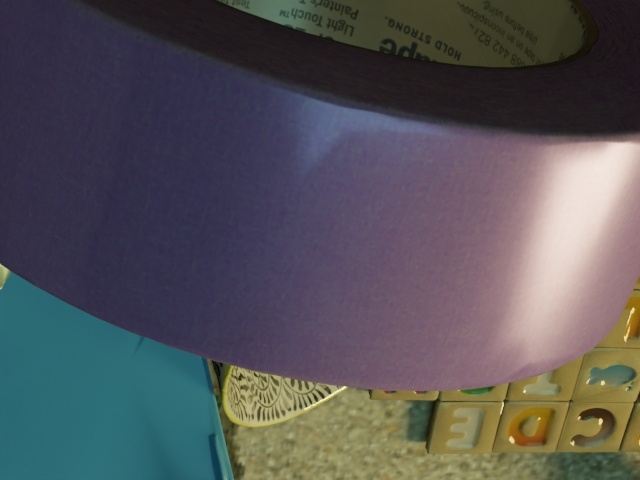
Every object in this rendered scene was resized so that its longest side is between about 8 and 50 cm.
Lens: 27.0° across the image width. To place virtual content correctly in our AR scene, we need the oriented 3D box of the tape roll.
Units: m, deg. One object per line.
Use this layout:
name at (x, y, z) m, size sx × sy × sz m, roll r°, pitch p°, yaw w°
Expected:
tape roll at (-0.006, -0.064, 0.473) m, size 0.275 × 0.275 × 0.090 m, roll 6°, pitch 120°, yaw -19°

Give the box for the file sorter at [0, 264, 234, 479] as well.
file sorter at (-0.138, 0.063, 0.605) m, size 0.170 × 0.104 × 0.118 m, roll -13°, pitch 99°, yaw -7°

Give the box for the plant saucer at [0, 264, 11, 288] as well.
plant saucer at (-0.207, -0.037, 0.520) m, size 0.195 × 0.037 × 0.194 m, roll 0°, pitch 89°, yaw -7°

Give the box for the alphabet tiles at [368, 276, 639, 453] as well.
alphabet tiles at (0.150, 0.041, 0.728) m, size 0.237 × 0.009 × 0.198 m, roll 1°, pitch 124°, yaw -11°

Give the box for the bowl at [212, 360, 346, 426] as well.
bowl at (0.000, 0.000, 0.617) m, size 0.170 × 0.080 × 0.170 m, roll -34°, pitch 155°, yaw -18°
